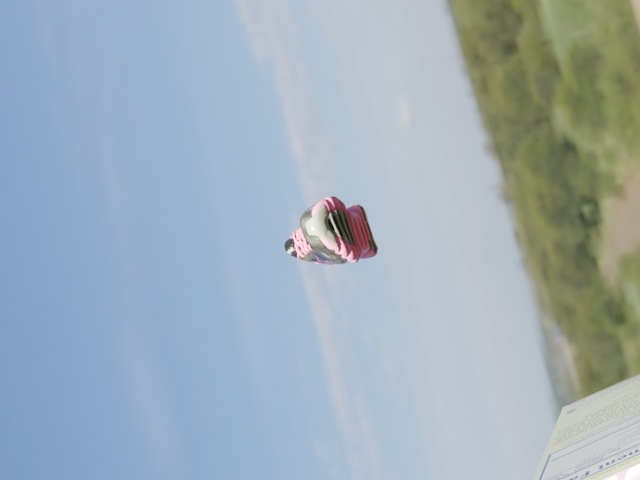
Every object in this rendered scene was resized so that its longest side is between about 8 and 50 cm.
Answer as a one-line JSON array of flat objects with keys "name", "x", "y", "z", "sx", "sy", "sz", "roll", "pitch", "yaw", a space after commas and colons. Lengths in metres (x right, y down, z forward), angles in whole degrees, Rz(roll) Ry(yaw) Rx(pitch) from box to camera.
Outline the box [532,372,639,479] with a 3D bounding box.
[{"name": "box", "x": 0.219, "y": 0.186, "z": 0.998, "sx": 0.213, "sy": 0.117, "sz": 0.243, "roll": 63, "pitch": -165, "yaw": -1}]

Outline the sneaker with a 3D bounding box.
[{"name": "sneaker", "x": 0.000, "y": 0.000, "z": 1.248, "sx": 0.119, "sy": 0.057, "sz": 0.047, "roll": 18, "pitch": -123, "yaw": -74}]
